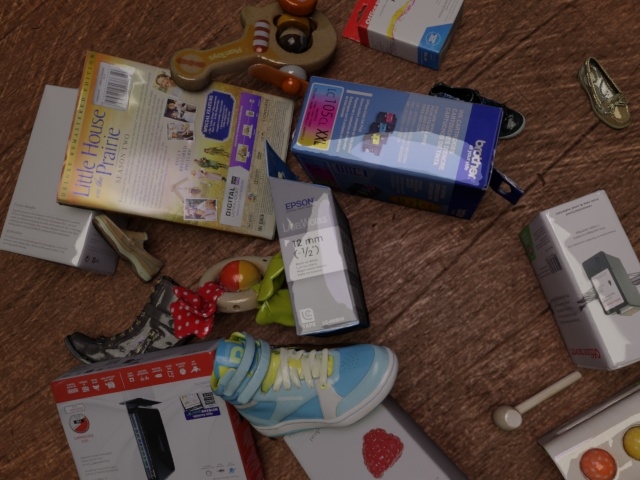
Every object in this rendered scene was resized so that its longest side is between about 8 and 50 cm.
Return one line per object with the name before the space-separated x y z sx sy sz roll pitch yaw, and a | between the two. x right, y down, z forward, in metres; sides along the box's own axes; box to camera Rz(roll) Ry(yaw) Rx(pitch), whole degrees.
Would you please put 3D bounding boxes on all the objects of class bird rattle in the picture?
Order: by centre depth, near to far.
bird rattle | -0.166 0.102 1.108 0.253 0.207 0.143 -14 118 4

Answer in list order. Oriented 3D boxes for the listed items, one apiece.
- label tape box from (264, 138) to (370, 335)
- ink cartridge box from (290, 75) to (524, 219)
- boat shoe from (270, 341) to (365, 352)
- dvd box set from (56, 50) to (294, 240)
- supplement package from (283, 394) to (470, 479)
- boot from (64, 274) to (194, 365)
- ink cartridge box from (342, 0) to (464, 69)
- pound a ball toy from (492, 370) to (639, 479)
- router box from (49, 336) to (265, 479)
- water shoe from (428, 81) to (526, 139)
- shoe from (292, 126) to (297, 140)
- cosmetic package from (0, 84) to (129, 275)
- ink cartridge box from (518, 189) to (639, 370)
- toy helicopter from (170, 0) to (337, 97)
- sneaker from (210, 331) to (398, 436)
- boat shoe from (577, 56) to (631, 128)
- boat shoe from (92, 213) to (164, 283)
label tape box | 0.000 0.000 1.054 0.115 0.249 0.348 -11 78 8
ink cartridge box | 0.173 -0.155 1.043 0.395 0.270 0.151 12 84 12
boat shoe | -0.016 0.253 1.086 0.307 0.104 0.111 -4 79 9
dvd box set | -0.279 -0.181 1.143 0.420 0.062 0.308 9 81 -15
supplement package | 0.108 0.386 0.938 0.177 0.175 0.293 -48 41 -2
boot | -0.372 0.177 1.179 0.263 0.091 0.229 23 80 7
ink cartridge box | 0.169 -0.471 1.199 0.231 0.078 0.134 23 84 13
pound a ball toy | 0.490 0.317 0.975 0.319 0.136 0.208 -30 77 3
router box | -0.302 0.364 1.069 0.335 0.082 0.301 -13 96 12
water shoe | 0.312 -0.259 1.135 0.203 0.080 0.073 18 84 12
shoe | -0.018 -0.240 1.187 0.063 0.081 0.178 6 81 10
cosmetic package | -0.514 -0.127 1.213 0.197 0.155 0.366 12 81 11
ink cartridge box | 0.469 0.075 0.989 0.114 0.198 0.273 -20 78 4
toy helicopter | -0.126 -0.371 1.149 0.355 0.140 0.235 -23 78 -17
sneaker | -0.050 0.212 0.912 0.319 0.208 0.127 -29 33 29
boat shoe | 0.563 -0.291 1.115 0.056 0.048 0.153 -23 77 5
boat shoe | -0.391 0.005 1.167 0.072 0.190 0.068 -42 47 -15
